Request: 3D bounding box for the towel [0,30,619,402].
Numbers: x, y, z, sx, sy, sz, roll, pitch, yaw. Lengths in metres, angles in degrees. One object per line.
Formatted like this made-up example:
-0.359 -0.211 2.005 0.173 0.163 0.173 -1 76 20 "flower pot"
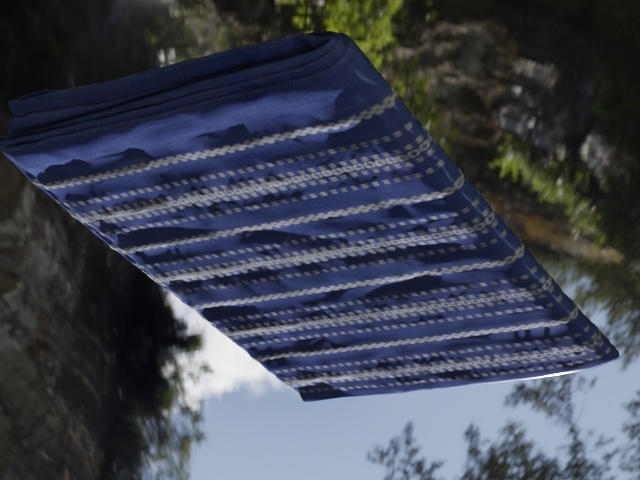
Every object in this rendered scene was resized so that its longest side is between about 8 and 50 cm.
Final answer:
0.000 0.000 0.890 0.243 0.336 0.040 -9 -126 33 "towel"
